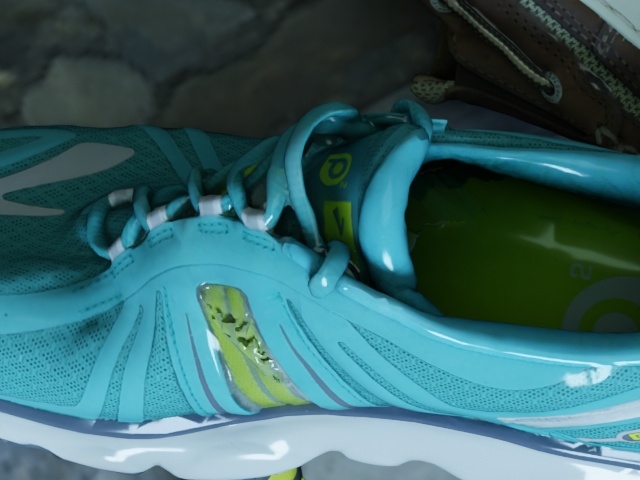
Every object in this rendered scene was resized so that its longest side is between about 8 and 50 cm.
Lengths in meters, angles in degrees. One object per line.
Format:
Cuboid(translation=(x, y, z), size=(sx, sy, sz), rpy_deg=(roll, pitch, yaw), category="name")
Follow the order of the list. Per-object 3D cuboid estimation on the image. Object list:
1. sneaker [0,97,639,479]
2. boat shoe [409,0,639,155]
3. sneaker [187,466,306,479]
Cuboid(translation=(0.000, 0.000, 0.432), size=(0.275, 0.110, 0.107), rpy_deg=(4, 62, 12), category="sneaker")
Cuboid(translation=(0.069, -0.071, 0.474), size=(0.257, 0.095, 0.095), rpy_deg=(48, 126, -6), category="boat shoe")
Cuboid(translation=(-0.019, 0.065, 0.495), size=(0.035, 0.031, 0.083), rpy_deg=(23, 83, -26), category="sneaker")
